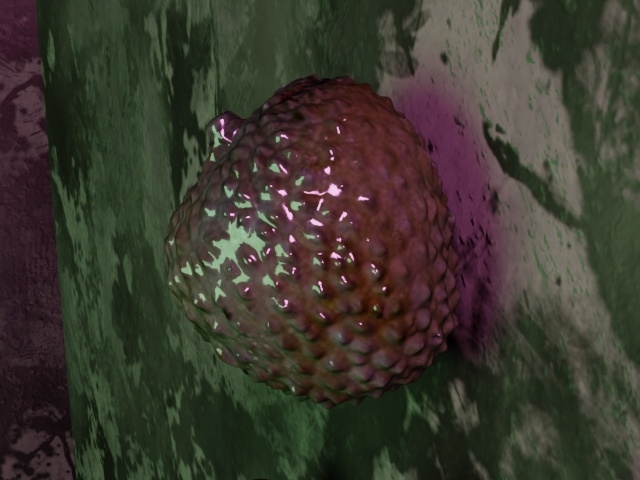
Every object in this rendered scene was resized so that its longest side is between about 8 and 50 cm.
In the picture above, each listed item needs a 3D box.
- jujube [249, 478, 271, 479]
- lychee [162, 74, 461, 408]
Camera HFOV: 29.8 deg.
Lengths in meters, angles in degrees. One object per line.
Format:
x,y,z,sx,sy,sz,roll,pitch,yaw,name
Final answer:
-0.028,0.387,1.249,0.290,0.197,0.197,-121,32,-42,jujube
0.000,0.000,1.000,0.274,0.255,0.255,42,147,7,lychee
